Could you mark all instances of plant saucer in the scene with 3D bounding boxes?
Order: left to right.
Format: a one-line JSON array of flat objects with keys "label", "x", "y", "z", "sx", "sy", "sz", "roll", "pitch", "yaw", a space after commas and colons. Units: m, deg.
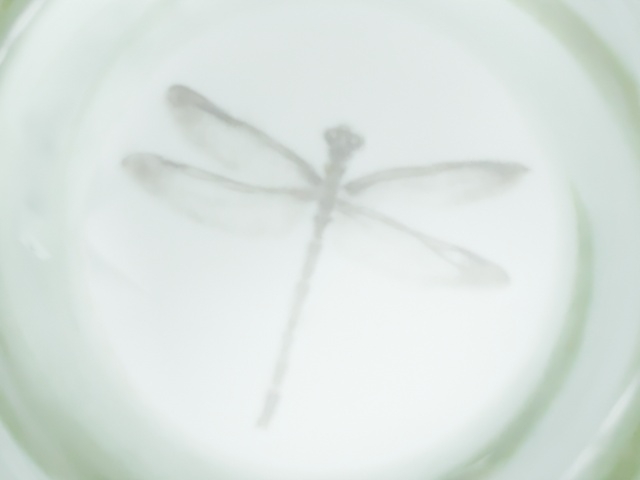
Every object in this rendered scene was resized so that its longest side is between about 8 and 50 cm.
[{"label": "plant saucer", "x": 0.000, "y": 0.000, "z": 0.718, "sx": 0.401, "sy": 0.100, "sz": 0.400, "roll": 0, "pitch": 94, "yaw": -3}]
